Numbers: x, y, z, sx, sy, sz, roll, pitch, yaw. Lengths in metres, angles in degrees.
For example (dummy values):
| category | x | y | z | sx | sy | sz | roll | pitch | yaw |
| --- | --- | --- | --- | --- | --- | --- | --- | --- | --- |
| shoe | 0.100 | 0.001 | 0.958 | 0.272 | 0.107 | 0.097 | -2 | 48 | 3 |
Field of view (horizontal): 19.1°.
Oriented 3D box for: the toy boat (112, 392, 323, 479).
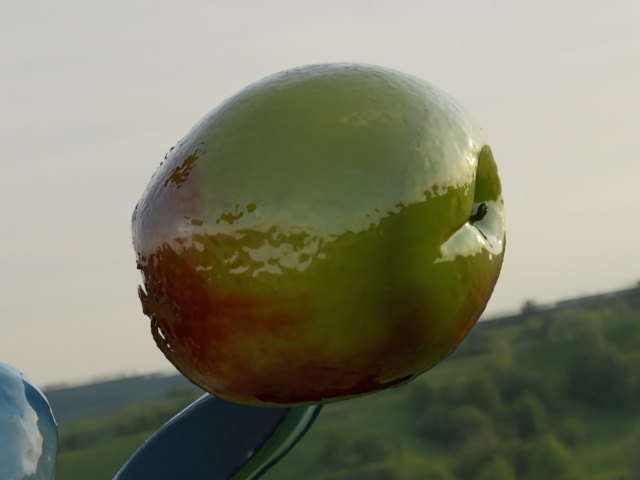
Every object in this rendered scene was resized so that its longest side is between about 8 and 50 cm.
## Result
| category | x | y | z | sx | sy | sz | roll | pitch | yaw |
| --- | --- | --- | --- | --- | --- | --- | --- | --- | --- |
| toy boat | -0.087 | 0.182 | 1.791 | 0.299 | 0.096 | 0.062 | -40 | -12 | 28 |

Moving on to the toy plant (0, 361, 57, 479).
| category | x | y | z | sx | sy | sz | roll | pitch | yaw |
| --- | --- | --- | --- | --- | --- | --- | --- | --- | --- |
| toy plant | -0.210 | 0.188 | 0.929 | 0.247 | 0.332 | 0.247 | -34 | -18 | -13 |

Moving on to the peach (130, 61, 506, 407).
| category | x | y | z | sx | sy | sz | roll | pitch | yaw |
| --- | --- | --- | --- | --- | --- | --- | --- | --- | --- |
| peach | 0.000 | 0.000 | 1.175 | 0.231 | 0.231 | 0.231 | -10 | -4 | -1 |
